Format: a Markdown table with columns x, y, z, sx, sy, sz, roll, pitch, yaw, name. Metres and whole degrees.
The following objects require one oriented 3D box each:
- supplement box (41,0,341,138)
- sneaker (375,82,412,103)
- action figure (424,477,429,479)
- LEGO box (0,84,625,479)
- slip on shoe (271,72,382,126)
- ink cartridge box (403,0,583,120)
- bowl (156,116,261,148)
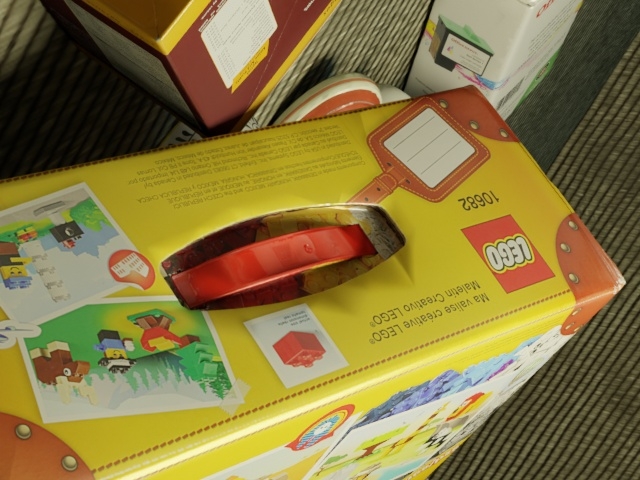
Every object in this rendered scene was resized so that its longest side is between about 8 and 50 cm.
| x | y | z | sx | sy | sz | roll | pitch | yaw | name |
| --- | --- | --- | --- | --- | --- | --- | --- | --- | --- |
| -0.065 | -0.187 | 0.827 | 0.191 | 0.129 | 0.194 | -53 | 167 | -8 | supplement box |
| -0.001 | 0.000 | 1.520 | 0.236 | 0.130 | 0.323 | -51 | 173 | -33 | sneaker |
| 0.028 | 0.221 | 1.566 | 0.179 | 0.341 | 0.330 | -92 | 161 | -48 | action figure |
| -0.099 | 0.115 | 0.926 | 0.500 | 0.193 | 0.372 | -16 | 153 | -42 | LEGO box |
| -0.030 | -0.017 | 1.396 | 0.123 | 0.101 | 0.331 | 13 | 114 | -54 | slip on shoe |
| 0.217 | -0.264 | 1.649 | 0.201 | 0.117 | 0.278 | -46 | 165 | -32 | ink cartridge box |
| -0.090 | -0.040 | 1.221 | 0.170 | 0.080 | 0.170 | -51 | 167 | -16 | bowl |
